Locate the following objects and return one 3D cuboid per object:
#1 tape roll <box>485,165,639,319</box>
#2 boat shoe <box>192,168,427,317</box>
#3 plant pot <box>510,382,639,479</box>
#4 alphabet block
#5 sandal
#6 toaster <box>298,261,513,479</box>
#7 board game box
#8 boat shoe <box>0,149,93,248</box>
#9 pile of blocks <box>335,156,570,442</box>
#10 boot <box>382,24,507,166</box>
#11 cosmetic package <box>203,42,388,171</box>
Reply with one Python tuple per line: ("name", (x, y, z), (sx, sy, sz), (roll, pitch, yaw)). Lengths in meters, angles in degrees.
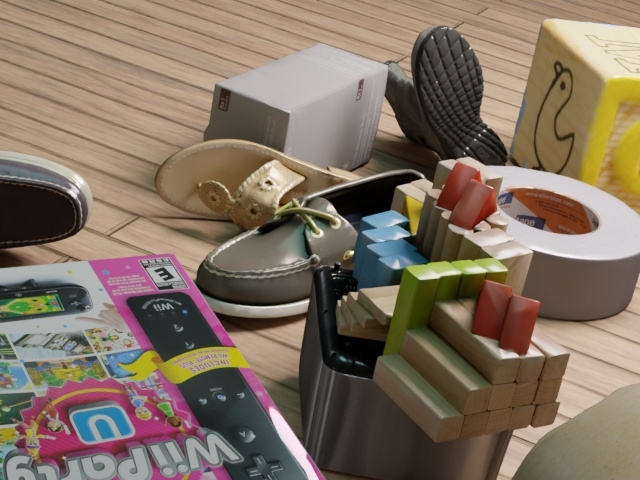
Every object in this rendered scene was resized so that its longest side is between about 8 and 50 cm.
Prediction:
("tape roll", (0.230, -0.001, 1.511), (0.219, 0.072, 0.219), (9, 26, -5))
("boat shoe", (-0.003, -0.002, 1.387), (0.109, 0.091, 0.305), (30, 31, 34))
("plant pot", (0.241, 0.234, 0.802), (0.333, 0.334, 0.305), (6, 14, -11))
("alphabet block", (0.362, -0.138, 1.715), (0.193, 0.192, 0.197), (2, 26, -16))
("sandal", (-0.043, -0.042, 1.461), (0.240, 0.088, 0.079), (8, 23, -21))
("toaster", (0.073, 0.110, 1.168), (0.168, 0.110, 0.186), (8, 25, -8))
("board game box", (-0.142, 0.142, 0.973), (0.224, 0.097, 0.303), (-6, 42, -32))
("boat shoe", (-0.349, -0.023, 1.283), (0.285, 0.103, 0.092), (5, 31, -6))
("pile of blocks", (0.091, 0.011, 1.121), (0.149, 0.113, 0.362), (7, 25, -10))
("boot", (0.117, -0.169, 1.671), (0.083, 0.246, 0.161), (-42, 48, -13))
("cosmetic package", (-0.027, -0.129, 1.601), (0.107, 0.127, 0.238), (21, 29, 20))
